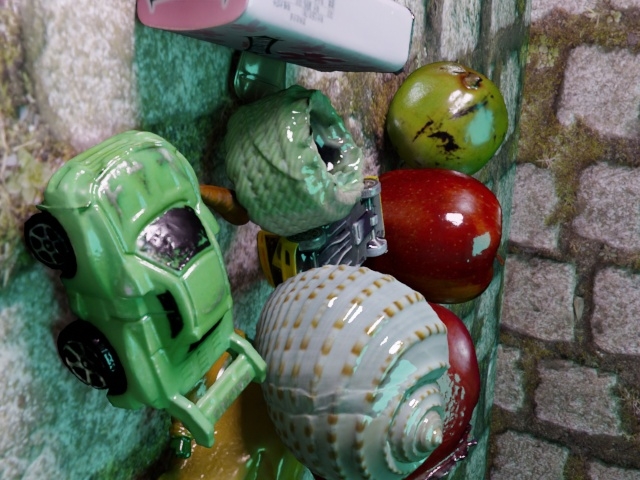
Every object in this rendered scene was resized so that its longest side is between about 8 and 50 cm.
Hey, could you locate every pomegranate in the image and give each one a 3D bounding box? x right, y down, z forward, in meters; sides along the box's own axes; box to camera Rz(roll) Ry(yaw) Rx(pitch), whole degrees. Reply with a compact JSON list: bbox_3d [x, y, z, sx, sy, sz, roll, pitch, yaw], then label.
[{"bbox_3d":[0.262,-0.235,1.515,0.260,0.260,0.341,-40,159,-49],"label":"pomegranate"}]

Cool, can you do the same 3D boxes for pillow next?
[{"bbox_3d":[-0.080,-0.314,1.045,0.130,0.033,0.218,-1,102,-58],"label":"pillow"}]

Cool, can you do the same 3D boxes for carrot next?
[{"bbox_3d":[-0.140,-0.056,0.974,0.216,0.048,0.048,34,70,-77],"label":"carrot"}]

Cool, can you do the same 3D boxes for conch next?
[{"bbox_3d":[0.025,0.200,0.976,0.215,0.319,0.303,-48,146,-63],"label":"conch"}]

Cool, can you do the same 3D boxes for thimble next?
[{"bbox_3d":[-0.033,-0.118,1.026,0.219,0.150,0.219,45,37,-48],"label":"thimble"}]

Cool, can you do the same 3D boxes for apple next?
[{"bbox_3d":[0.231,-0.013,1.425,0.288,0.316,0.288,10,90,-72],"label":"apple"}]

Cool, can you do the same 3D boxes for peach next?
[{"bbox_3d":[0.119,0.315,1.371,0.353,0.339,0.417,22,79,-24],"label":"peach"}]

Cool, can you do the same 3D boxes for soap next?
[{"bbox_3d":[-0.109,0.280,1.087,0.304,0.169,0.339,44,61,-70],"label":"soap"}]

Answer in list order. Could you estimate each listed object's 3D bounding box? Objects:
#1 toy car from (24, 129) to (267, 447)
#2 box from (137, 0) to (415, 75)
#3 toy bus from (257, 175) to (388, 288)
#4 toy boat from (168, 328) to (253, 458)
[{"bbox_3d":[-0.193,0.056,0.829,0.213,0.176,0.359,-44,137,-48],"label":"toy car"},{"bbox_3d":[-0.040,-0.298,0.915,0.369,0.190,0.112,-2,102,-53],"label":"box"},{"bbox_3d":[0.000,0.000,1.197,0.330,0.152,0.144,-42,131,-51],"label":"toy bus"},{"bbox_3d":[-0.172,0.206,1.011,0.088,0.088,0.230,57,40,-25],"label":"toy boat"}]
